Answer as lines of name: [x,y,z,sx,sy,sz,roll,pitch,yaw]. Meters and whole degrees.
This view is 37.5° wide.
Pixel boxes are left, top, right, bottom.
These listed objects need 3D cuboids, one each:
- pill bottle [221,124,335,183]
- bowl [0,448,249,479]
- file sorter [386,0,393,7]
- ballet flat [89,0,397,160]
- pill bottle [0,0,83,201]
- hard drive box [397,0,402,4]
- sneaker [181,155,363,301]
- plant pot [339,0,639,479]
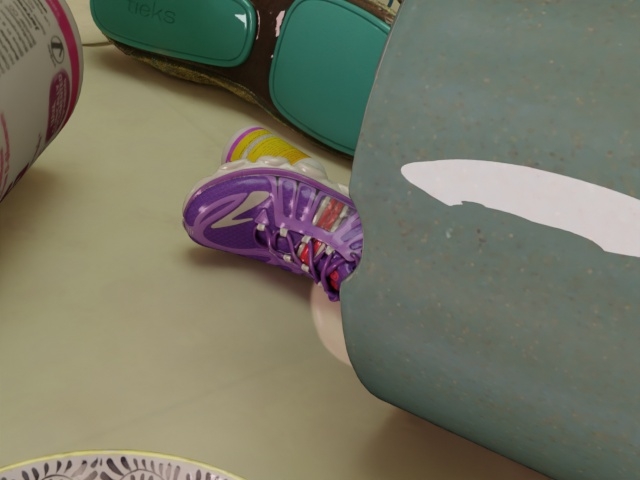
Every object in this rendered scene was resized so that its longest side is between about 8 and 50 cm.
pill bottle: [-0.025,-0.043,0.635,0.083,0.043,0.043,34,39,32]
bowl: [-0.067,0.153,0.288,0.170,0.080,0.170,7,33,-4]
file sorter: [0.032,-0.275,0.954,0.118,0.104,0.170,-6,37,-25]
ballet flat: [-0.023,-0.155,0.756,0.348,0.123,0.123,24,35,20]
pill bottle: [-0.243,-0.054,0.484,0.160,0.160,0.283,12,33,2]
hard drive box: [0.143,-0.153,0.723,0.181,0.089,0.232,45,12,-35]
sneaker: [0.000,0.000,0.559,0.169,0.068,0.071,11,38,-1]
plant pot: [0.209,-0.002,0.408,0.334,0.341,0.341,17,32,24]
